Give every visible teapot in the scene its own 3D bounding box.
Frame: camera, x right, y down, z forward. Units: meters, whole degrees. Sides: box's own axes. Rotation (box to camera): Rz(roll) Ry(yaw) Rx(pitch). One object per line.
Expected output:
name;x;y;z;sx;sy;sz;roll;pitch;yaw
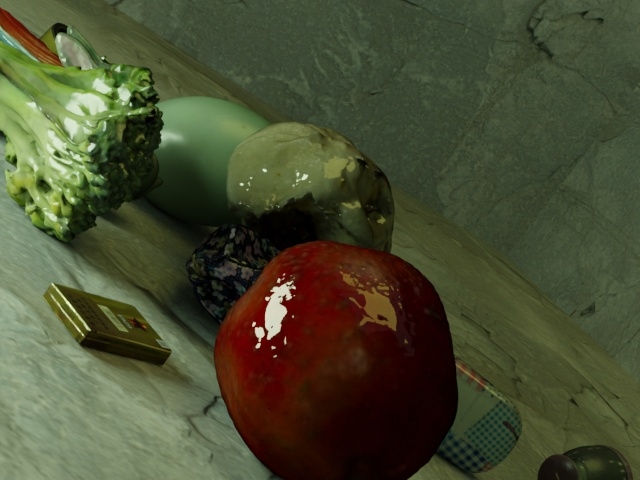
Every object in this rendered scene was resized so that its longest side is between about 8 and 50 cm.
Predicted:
teapot;0.405;0.391;2.000;0.146;0.148;0.116;12;-12;-41

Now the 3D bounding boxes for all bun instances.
bun;0.002;-0.048;1.863;0.281;0.205;0.281;-9;90;-74

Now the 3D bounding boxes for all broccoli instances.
broccoli;-0.322;-0.130;1.572;0.246;0.247;0.288;26;-31;-17

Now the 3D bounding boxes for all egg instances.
egg;-0.173;-0.123;2.027;0.283;0.202;0.203;18;15;-15

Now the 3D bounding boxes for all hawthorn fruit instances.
hawthorn fruit;0.019;0.153;1.369;0.265;0.265;0.307;30;34;-30

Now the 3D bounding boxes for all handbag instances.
handbag;-0.081;0.074;1.686;0.208;0.127;0.229;46;-6;-4

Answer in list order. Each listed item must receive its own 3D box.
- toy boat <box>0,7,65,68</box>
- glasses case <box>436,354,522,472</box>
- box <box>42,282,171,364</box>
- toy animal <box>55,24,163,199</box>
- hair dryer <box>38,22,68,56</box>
toy boat;-0.516;-0.269;1.811;0.332;0.145;0.133;37;37;7
glasses case;0.140;0.202;1.841;0.327;0.125;0.076;37;11;6
box;-0.233;0.092;1.406;0.090;0.023;0.133;45;13;35
toy animal;-0.299;-0.174;1.783;0.127;0.125;0.251;-111;-171;-67
hair dryer;-0.386;-0.188;1.957;0.090;0.135;0.278;20;37;-59
